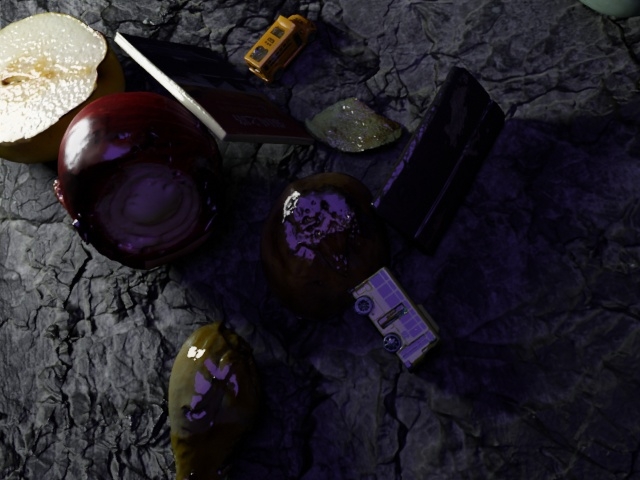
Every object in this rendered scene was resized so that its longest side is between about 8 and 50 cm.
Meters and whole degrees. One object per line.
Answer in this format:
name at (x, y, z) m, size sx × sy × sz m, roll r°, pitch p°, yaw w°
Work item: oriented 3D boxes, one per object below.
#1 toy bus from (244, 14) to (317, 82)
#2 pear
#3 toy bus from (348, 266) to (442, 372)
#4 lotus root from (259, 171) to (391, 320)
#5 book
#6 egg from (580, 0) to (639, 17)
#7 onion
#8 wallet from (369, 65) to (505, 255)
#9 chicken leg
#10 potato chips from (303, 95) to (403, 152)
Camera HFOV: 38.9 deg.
toy bus at (-0.084, -0.417, 1.920) m, size 0.069 × 0.074 × 0.162 m, roll 37°, pitch 84°, yaw 29°
pear at (-0.592, -0.308, 1.969) m, size 0.387 × 0.191 × 0.340 m, roll 3°, pitch 65°, yaw 19°
toy bus at (0.135, 0.139, 1.586) m, size 0.101 × 0.088 × 0.175 m, roll -38°, pitch 76°, yaw 1°
lotus root at (0.000, 0.000, 1.664) m, size 0.272 × 0.192 × 0.272 m, roll -3°, pitch 68°, yaw 8°
book at (-0.212, -0.304, 1.825) m, size 0.374 × 0.263 × 0.028 m, roll 43°, pitch 116°, yaw 28°
egg at (0.554, -0.592, 1.678) m, size 0.276 × 0.276 × 0.388 m, roll -15°, pitch 64°, yaw 11°
onion at (-0.340, -0.133, 1.736) m, size 0.341 × 0.341 × 0.341 m, roll -7°, pitch 66°, yaw 15°
wallet at (0.225, -0.145, 1.659) m, size 0.044 × 0.170 × 0.321 m, roll 14°, pitch 70°, yaw 58°
chicken leg at (-0.210, 0.353, 1.605) m, size 0.201 × 0.153 × 0.429 m, roll 3°, pitch 76°, yaw 32°
potato chips at (0.063, -0.233, 1.819) m, size 0.209 × 0.026 × 0.142 m, roll -4°, pitch 60°, yaw 15°
